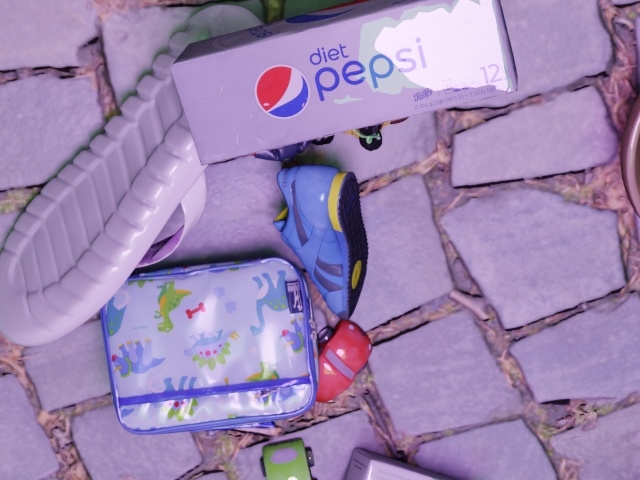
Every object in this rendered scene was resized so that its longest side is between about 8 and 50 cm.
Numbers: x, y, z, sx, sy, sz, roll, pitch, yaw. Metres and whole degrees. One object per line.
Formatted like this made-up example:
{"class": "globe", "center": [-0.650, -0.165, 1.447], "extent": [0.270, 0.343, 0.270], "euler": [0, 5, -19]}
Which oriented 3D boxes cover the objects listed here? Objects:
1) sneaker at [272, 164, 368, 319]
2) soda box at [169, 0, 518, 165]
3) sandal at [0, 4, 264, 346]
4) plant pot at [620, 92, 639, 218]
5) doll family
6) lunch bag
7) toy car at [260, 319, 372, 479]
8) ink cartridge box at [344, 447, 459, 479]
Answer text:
{"class": "sneaker", "center": [0.000, 0.000, 1.319], "extent": [0.082, 0.069, 0.209], "euler": [9, 140, 17]}
{"class": "soda box", "center": [0.022, -0.153, 1.120], "extent": [0.286, 0.091, 0.098], "euler": [-13, 109, 11]}
{"class": "sandal", "center": [-0.173, -0.044, 1.281], "extent": [0.416, 0.169, 0.102], "euler": [-48, 137, 13]}
{"class": "plant pot", "center": [0.413, -0.102, 1.310], "extent": [0.237, 0.110, 0.237], "euler": [-2, 108, -5]}
{"class": "doll family", "center": [0.011, -0.128, 1.295], "extent": [0.193, 0.076, 0.111], "euler": [-14, 113, 6]}
{"class": "lunch bag", "center": [-0.110, 0.111, 1.325], "extent": [0.219, 0.090, 0.176], "euler": [-5, 88, 2]}
{"class": "toy car", "center": [-0.043, 0.217, 1.413], "extent": [0.239, 0.053, 0.225], "euler": [-13, 109, 0]}
{"class": "ink cartridge box", "center": [0.083, 0.357, 1.415], "extent": [0.154, 0.093, 0.212], "euler": [20, 86, -11]}
